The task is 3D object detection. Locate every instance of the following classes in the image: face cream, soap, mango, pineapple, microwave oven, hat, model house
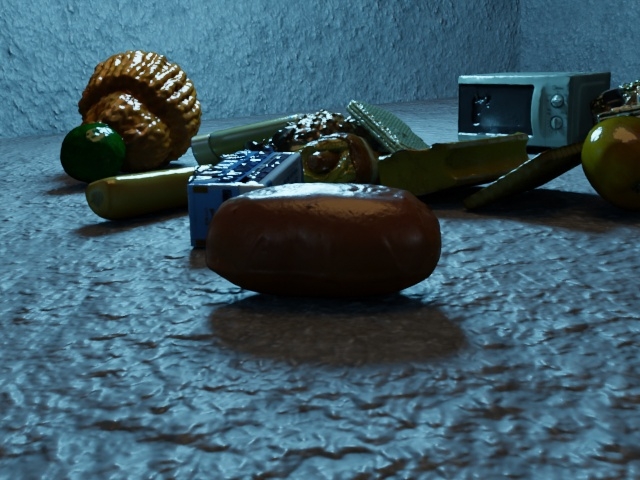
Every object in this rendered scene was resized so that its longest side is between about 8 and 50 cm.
[{"bbox_3d":[-0.149,-0.209,1.721,0.285,0.067,0.139,-8,-19,22],"label":"face cream"},{"bbox_3d":[0.212,-0.123,1.344,0.257,0.080,0.160,-12,-1,-29],"label":"soap"},{"bbox_3d":[0.473,-0.117,1.192,0.120,0.152,0.221,-41,-17,33],"label":"mango"},{"bbox_3d":[-0.063,-0.155,1.505,0.170,0.141,0.310,19,31,34],"label":"pineapple"},{"bbox_3d":[0.510,-0.311,1.905,0.295,0.181,0.237,10,17,43],"label":"microwave oven"},{"bbox_3d":[-0.420,-0.257,1.803,0.285,0.285,0.400,-3,32,1],"label":"hat"},{"bbox_3d":[0.685,-0.252,1.691,0.182,0.167,0.172,-12,15,13],"label":"model house"}]

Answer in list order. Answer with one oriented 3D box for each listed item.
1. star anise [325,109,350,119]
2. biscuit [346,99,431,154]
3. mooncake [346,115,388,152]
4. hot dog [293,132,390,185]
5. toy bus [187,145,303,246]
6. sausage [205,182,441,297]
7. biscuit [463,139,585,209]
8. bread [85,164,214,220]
[{"bbox_3d":[-0.008,-0.247,1.907,0.315,0.108,0.315,-4,21,2],"label":"star anise"},{"bbox_3d":[0.139,-0.199,1.496,0.121,0.041,0.199,9,30,-40],"label":"biscuit"},{"bbox_3d":[0.094,-0.196,1.647,0.125,0.130,0.073,-6,46,-17],"label":"mooncake"},{"bbox_3d":[0.052,-0.140,1.414,0.261,0.093,0.123,-11,57,-43],"label":"hot dog"},{"bbox_3d":[-0.111,-0.071,1.214,0.130,0.106,0.297,2,16,10],"label":"toy bus"},{"bbox_3d":[-0.001,0.000,0.844,0.258,0.133,0.133,2,14,13],"label":"sausage"},{"bbox_3d":[0.354,-0.110,1.279,0.254,0.029,0.172,-19,-11,-46],"label":"biscuit"},{"bbox_3d":[-0.278,-0.083,1.354,0.239,0.074,0.092,-14,2,-45],"label":"bread"}]
